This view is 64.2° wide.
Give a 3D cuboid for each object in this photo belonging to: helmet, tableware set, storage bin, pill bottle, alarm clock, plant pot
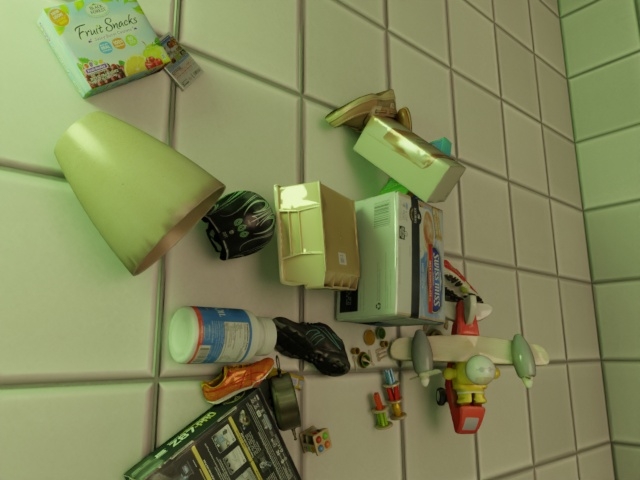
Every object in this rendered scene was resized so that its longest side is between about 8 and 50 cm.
[{"bbox_3d":[-0.186,-0.041,1.215,0.161,0.169,0.169,-30,101,-25],"label":"helmet"},{"bbox_3d":[0.150,0.319,1.520,0.154,0.024,0.104,-11,87,-42],"label":"tableware set"},{"bbox_3d":[0.000,0.000,1.322,0.262,0.123,0.260,17,68,-67],"label":"storage bin"},{"bbox_3d":[0.410,0.295,1.748,0.128,0.039,0.194,35,59,-32],"label":"tableware set"},{"bbox_3d":[-0.214,0.213,1.147,0.221,0.124,0.124,11,73,-41],"label":"pill bottle"},{"bbox_3d":[-0.092,0.366,1.217,0.064,0.129,0.192,-8,96,-11],"label":"alarm clock"},{"bbox_3d":[-0.378,-0.113,1.018,0.274,0.256,0.256,44,53,-5],"label":"plant pot"}]

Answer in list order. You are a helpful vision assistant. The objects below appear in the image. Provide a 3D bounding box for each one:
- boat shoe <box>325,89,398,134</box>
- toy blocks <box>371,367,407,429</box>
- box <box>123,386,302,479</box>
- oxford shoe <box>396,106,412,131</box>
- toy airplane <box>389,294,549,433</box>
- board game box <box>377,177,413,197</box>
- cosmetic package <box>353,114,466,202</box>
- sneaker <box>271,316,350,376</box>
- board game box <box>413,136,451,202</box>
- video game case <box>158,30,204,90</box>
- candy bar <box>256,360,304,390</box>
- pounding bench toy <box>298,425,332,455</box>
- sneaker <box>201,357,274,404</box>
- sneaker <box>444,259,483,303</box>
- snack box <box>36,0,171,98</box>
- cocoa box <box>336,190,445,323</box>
[{"bbox_3d":[0.149,-0.395,1.611,0.341,0.121,0.110,-29,101,-44],"label":"boat shoe"},{"bbox_3d":[0.193,0.463,1.505,0.123,0.054,0.148,-12,89,-43],"label":"toy blocks"},{"bbox_3d":[-0.189,0.574,1.109,0.318,0.097,0.395,-32,102,-43],"label":"box"},{"bbox_3d":[0.249,-0.334,1.682,0.076,0.076,0.212,1,106,-23],"label":"oxford shoe"},{"bbox_3d":[0.467,0.358,1.583,0.386,0.272,0.384,-41,90,-4],"label":"toy airplane"},{"bbox_3d":[0.266,-0.179,1.666,0.039,0.124,0.259,55,50,-26],"label":"board game box"},{"bbox_3d":[0.267,-0.248,1.541,0.296,0.129,0.153,41,25,23],"label":"cosmetic package"},{"bbox_3d":[-0.031,0.262,1.340,0.267,0.101,0.106,38,36,-29],"label":"sneaker"},{"bbox_3d":[0.360,-0.232,1.740,0.047,0.160,0.210,27,64,-36],"label":"board game box"},{"bbox_3d":[-0.352,-0.436,1.244,0.122,0.011,0.087,48,54,-24],"label":"video game case"},{"bbox_3d":[-0.101,0.345,1.290,0.161,0.018,0.040,29,66,-35],"label":"candy bar"},{"bbox_3d":[0.001,0.509,1.314,0.083,0.065,0.052,-14,90,-43],"label":"pounding bench toy"},{"bbox_3d":[-0.185,0.308,1.165,0.175,0.064,0.067,-24,101,-23],"label":"sneaker"},{"bbox_3d":[0.492,0.160,1.814,0.279,0.107,0.118,46,27,-36],"label":"sneaker"},{"bbox_3d":[-0.461,-0.426,1.100,0.207,0.070,0.174,-38,107,-39],"label":"snack box"},{"bbox_3d":[0.205,0.068,1.483,0.228,0.231,0.347,16,70,-40],"label":"cocoa box"}]
